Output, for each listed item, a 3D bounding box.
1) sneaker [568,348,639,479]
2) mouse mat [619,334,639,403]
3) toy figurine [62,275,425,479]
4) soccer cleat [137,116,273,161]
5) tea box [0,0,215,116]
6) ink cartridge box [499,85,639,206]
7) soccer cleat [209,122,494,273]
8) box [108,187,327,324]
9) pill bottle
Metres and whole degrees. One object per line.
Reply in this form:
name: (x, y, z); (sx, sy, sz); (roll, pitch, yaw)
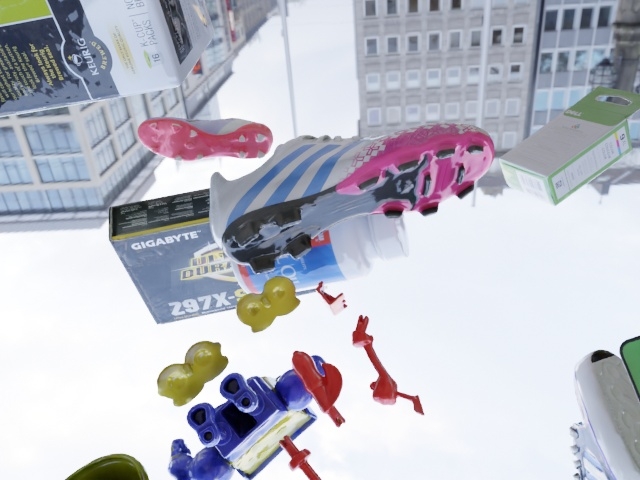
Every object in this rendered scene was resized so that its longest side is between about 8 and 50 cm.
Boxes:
sneaker: (0.365, 0.337, 0.732); (0.130, 0.236, 0.322); (-4, -118, -33)
mouse mat: (0.385, 0.164, 0.496); (0.153, 0.189, 0.007); (-29, 153, 35)
toy figurine: (-0.074, 0.228, 0.553); (0.362, 0.217, 0.191); (-43, -113, -9)
soccer cleat: (-0.214, -0.198, 1.028); (0.248, 0.083, 0.095); (2, -150, -7)
tea box: (-0.340, -0.346, 0.636); (0.324, 0.328, 0.219); (-7, -144, 6)
ink cartridge box: (0.400, -0.150, 0.841); (0.209, 0.062, 0.109); (-36, -149, -5)
soccer cleat: (0.028, -0.082, 0.616); (0.332, 0.116, 0.143); (-20, -127, -6)
box: (-0.155, 0.020, 0.919); (0.322, 0.257, 0.079); (-11, -126, -6)
pill bottle: (0.000, 0.000, 0.726); (0.222, 0.124, 0.124); (-14, -154, 18)
